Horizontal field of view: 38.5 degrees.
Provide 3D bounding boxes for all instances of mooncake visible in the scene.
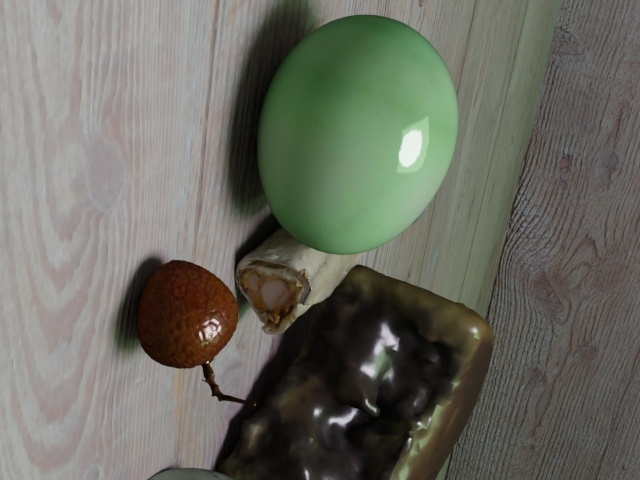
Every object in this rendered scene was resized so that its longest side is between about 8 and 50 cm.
[{"bbox_3d":[0.050,0.250,1.290,0.394,0.246,0.393,-32,137,-44],"label":"mooncake"}]

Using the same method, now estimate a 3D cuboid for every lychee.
[{"bbox_3d":[-0.130,0.089,0.907,0.101,0.114,0.140,1,89,-26],"label":"lychee"}]

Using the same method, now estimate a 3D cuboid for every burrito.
[{"bbox_3d":[0.000,0.004,1.207,0.299,0.105,0.143,-46,157,-54],"label":"burrito"}]

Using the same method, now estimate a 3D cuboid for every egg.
[{"bbox_3d":[0.040,-0.115,1.026,0.220,0.220,0.270,-27,132,-64],"label":"egg"}]

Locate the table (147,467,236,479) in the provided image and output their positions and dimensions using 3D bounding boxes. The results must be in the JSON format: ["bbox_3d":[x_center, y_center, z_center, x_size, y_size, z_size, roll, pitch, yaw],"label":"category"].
[{"bbox_3d":[-0.141,0.313,1.044,0.133,0.133,0.043,-25,132,-65],"label":"table"}]

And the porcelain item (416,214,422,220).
[{"bbox_3d":[0.097,-0.103,1.306,0.114,0.147,0.147,-59,157,-32],"label":"porcelain item"}]
